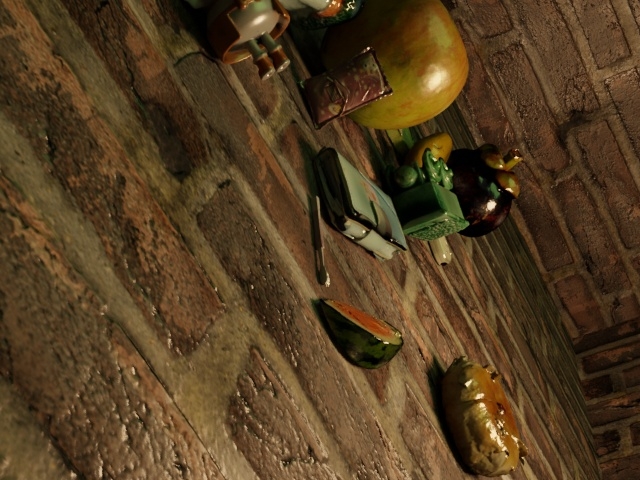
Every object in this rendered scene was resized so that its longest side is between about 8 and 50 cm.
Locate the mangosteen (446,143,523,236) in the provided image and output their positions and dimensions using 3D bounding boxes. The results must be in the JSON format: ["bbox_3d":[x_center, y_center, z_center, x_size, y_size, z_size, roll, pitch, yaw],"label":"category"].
[{"bbox_3d":[0.469,-0.164,2.207,0.275,0.302,0.275,40,26,-24],"label":"mangosteen"}]

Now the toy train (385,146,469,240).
[{"bbox_3d":[0.267,-0.114,1.893,0.266,0.145,0.201,13,59,-64],"label":"toy train"}]

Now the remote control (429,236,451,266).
[{"bbox_3d":[0.313,-0.036,2.060,0.078,0.042,0.221,17,52,-64],"label":"remote control"}]

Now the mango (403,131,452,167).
[{"bbox_3d":[0.314,-0.241,2.117,0.098,0.195,0.137,35,-31,21],"label":"mango"}]

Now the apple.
[{"bbox_3d":[0.165,-0.416,1.720,0.339,0.340,0.339,50,26,-36],"label":"apple"}]

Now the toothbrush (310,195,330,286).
[{"bbox_3d":[-0.001,-0.001,1.314,0.017,0.014,0.194,42,32,-47],"label":"toothbrush"}]

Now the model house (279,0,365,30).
[{"bbox_3d":[-0.065,-0.589,1.530,0.291,0.184,0.253,3,87,-46],"label":"model house"}]

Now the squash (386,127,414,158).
[{"bbox_3d":[0.221,-0.339,2.176,0.219,0.041,0.219,56,22,-37],"label":"squash"}]

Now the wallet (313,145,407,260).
[{"bbox_3d":[0.084,-0.069,1.507,0.250,0.075,0.176,34,35,-53],"label":"wallet"}]

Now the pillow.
[{"bbox_3d":[0.051,-0.318,1.560,0.043,0.185,0.118,108,-43,-86],"label":"pillow"}]

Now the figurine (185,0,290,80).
[{"bbox_3d":[-0.145,-0.392,1.221,0.271,0.143,0.143,63,21,-14],"label":"figurine"}]

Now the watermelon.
[{"bbox_3d":[0.076,0.158,1.285,0.245,0.063,0.119,22,30,-55],"label":"watermelon"}]

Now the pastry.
[{"bbox_3d":[0.352,0.383,1.609,0.257,0.121,0.235,54,25,-28],"label":"pastry"}]
